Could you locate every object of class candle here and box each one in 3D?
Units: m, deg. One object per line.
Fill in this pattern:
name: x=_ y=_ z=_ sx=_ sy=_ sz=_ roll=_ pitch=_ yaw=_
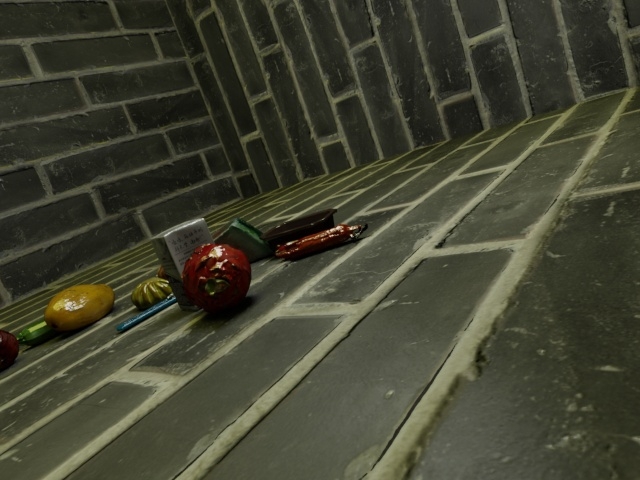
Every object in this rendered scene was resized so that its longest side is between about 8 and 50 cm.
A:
candle: x=0.000 y=0.000 z=1.448 sx=0.301 sy=0.059 sz=0.084 roll=-18 pitch=27 yaw=14

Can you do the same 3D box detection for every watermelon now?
watermelon: x=-0.313 y=0.008 z=1.694 sx=0.301 sy=0.151 sz=0.264 roll=-22 pitch=13 yaw=-8

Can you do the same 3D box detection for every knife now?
knife: x=-0.469 y=0.191 z=1.447 sx=0.044 sy=0.026 sz=0.296 roll=7 pitch=27 yaw=40

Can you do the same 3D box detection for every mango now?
mango: x=-0.789 y=0.208 z=1.616 sx=0.157 sy=0.109 sz=0.262 roll=18 pitch=29 yaw=13

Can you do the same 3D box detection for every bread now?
bread: x=-0.544 y=0.174 z=1.538 sx=0.157 sy=0.083 sz=0.094 roll=-9 pitch=29 yaw=39

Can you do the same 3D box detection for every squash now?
squash: x=-0.895 y=0.285 z=1.619 sx=0.077 sy=0.068 sz=0.219 roll=18 pitch=35 yaw=39

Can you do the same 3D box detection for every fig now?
fig: x=-0.957 y=0.325 z=1.413 sx=0.128 sy=0.129 sz=0.150 roll=-21 pitch=9 yaw=-3

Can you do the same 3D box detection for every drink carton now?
drink carton: x=-0.353 y=0.064 z=1.341 sx=0.134 sy=0.223 sz=0.101 roll=-29 pitch=15 yaw=-37

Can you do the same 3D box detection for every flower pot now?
flower pot: x=-0.060 y=-0.020 z=1.578 sx=0.250 sy=0.084 sz=0.179 roll=-16 pitch=13 yaw=25

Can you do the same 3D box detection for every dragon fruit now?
dragon fruit: x=-0.256 y=0.090 z=1.202 sx=0.172 sy=0.173 sz=0.209 roll=-27 pitch=16 yaw=-30

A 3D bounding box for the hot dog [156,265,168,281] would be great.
hot dog: x=-0.493 y=0.103 z=1.675 sx=0.213 sy=0.103 sz=0.146 roll=-1 pitch=64 yaw=62
